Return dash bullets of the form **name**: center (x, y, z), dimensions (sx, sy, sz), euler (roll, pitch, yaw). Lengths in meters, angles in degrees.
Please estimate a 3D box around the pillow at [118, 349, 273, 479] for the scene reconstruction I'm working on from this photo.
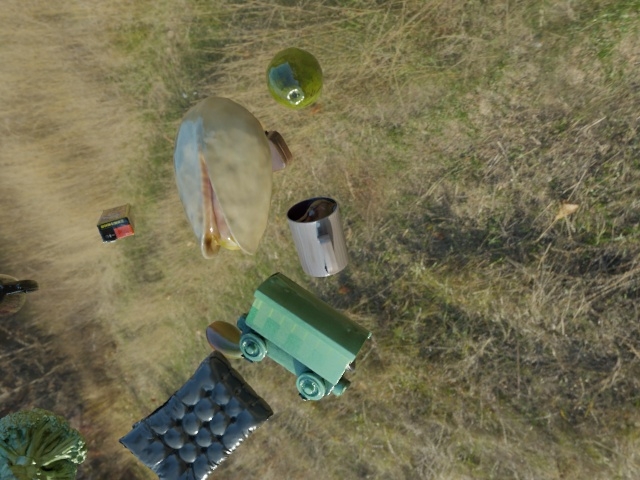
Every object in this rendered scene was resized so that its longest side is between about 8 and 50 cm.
- **pillow**: center (-0.309, 0.463, 1.058), dimensions (0.228, 0.326, 0.101), euler (46, -178, 3)

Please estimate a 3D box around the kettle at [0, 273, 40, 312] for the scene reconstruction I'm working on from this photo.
- **kettle**: center (-1.037, 0.176, 1.380), dimensions (0.232, 0.202, 0.144), euler (-17, 80, 62)

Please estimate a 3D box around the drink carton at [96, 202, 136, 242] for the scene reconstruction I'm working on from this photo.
- **drink carton**: center (-0.497, -0.043, 1.034), dimensions (0.165, 0.071, 0.056), euler (-143, 35, -63)

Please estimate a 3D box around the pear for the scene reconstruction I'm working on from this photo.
- **pear**: center (-0.092, -0.581, 1.519), dimensions (0.212, 0.269, 0.212), euler (0, 140, 0)

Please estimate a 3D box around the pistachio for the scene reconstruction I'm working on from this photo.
- **pistachio**: center (-0.183, -0.116, 0.796), dimensions (0.187, 0.187, 0.299), euler (-3, 92, 49)

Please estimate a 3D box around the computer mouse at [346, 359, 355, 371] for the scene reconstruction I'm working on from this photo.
- **computer mouse**: center (0.022, 0.237, 1.080), dimensions (0.057, 0.120, 0.232), euler (-36, 107, 17)

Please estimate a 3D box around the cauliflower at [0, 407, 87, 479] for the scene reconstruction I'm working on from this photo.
- **cauliflower**: center (-0.818, 0.637, 1.177), dimensions (0.275, 0.272, 0.250), euler (38, 176, -18)

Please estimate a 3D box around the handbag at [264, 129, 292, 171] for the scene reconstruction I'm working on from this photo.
- **handbag**: center (-0.209, -0.322, 1.539), dimensions (0.193, 0.072, 0.151), euler (2, 132, 34)

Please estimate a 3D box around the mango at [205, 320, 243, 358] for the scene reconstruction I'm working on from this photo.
- **mango**: center (-0.423, 0.463, 1.941), dimensions (0.289, 0.146, 0.129), euler (20, 108, 48)

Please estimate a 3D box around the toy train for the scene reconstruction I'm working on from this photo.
- **toy train**: center (-0.046, 0.223, 0.958), dimensions (0.300, 0.120, 0.202), euler (32, 115, 11)

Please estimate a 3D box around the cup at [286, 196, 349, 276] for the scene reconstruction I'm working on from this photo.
- **cup**: center (0.013, -0.009, 1.659), dimensions (0.288, 0.208, 0.273), euler (22, 135, 46)
